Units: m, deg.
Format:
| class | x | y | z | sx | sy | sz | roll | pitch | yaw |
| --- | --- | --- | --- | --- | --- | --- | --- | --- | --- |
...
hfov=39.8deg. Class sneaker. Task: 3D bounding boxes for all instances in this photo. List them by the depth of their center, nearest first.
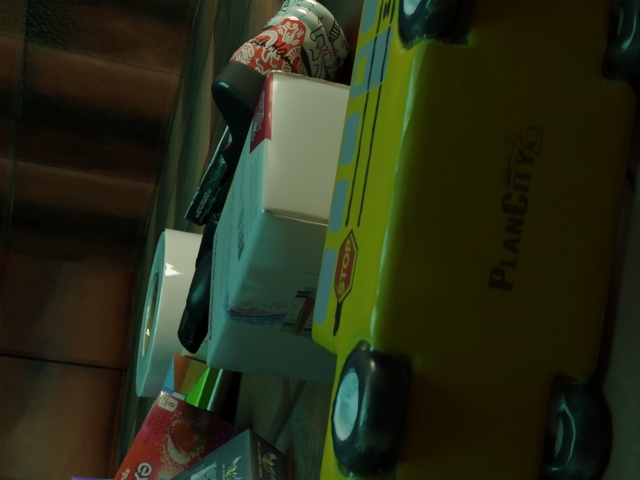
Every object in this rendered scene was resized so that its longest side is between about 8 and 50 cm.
| class | x | y | z | sx | sy | sz | roll | pitch | yaw |
| --- | --- | --- | --- | --- | --- | --- | --- | --- | --- |
| sneaker | -0.033 | -0.141 | 0.923 | 0.145 | 0.090 | 0.270 | -51 | -11 | -15 |

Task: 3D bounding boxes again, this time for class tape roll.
| class | x | y | z | sx | sy | sz | roll | pitch | yaw |
| --- | --- | --- | --- | --- | --- | --- | --- | --- | --- |
| tape roll | -0.241 | 0.128 | 1.498 | 0.286 | 0.100 | 0.286 | -170 | 90 | -76 |

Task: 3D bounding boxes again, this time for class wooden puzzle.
| class | x | y | z | sx | sy | sz | roll | pitch | yaw |
| --- | --- | --- | --- | --- | --- | --- | --- | --- | --- |
| wooden puzzle | -0.192 | 0.244 | 1.229 | 0.238 | 0.044 | 0.221 | -7 | 63 | 67 |

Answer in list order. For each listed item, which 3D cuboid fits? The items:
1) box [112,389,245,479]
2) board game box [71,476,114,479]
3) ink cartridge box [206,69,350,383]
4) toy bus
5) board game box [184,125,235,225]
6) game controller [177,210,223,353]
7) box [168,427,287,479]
| class | x | y | z | sx | sy | sz | roll | pitch | yaw |
| --- | --- | --- | --- | --- | --- | --- | --- | --- | --- |
| box | -0.189 | 0.319 | 0.992 | 0.257 | 0.122 | 0.128 | -65 | 4 | -35 |
| board game box | -0.279 | 0.481 | 1.249 | 0.347 | 0.078 | 0.234 | -6 | 74 | 56 |
| ink cartridge box | 0.000 | 0.000 | 0.613 | 0.176 | 0.127 | 0.128 | 116 | 158 | -48 |
| toy bus | 0.069 | -0.036 | 0.414 | 0.130 | 0.108 | 0.333 | -179 | 99 | -76 |
| board game box | -0.109 | -0.087 | 1.112 | 0.126 | 0.026 | 0.186 | -63 | -4 | 11 |
| game controller | -0.131 | 0.051 | 1.118 | 0.319 | 0.067 | 0.167 | 128 | 155 | -73 |
| box | -0.109 | 0.308 | 0.787 | 0.183 | 0.059 | 0.233 | -36 | 33 | 17 |
